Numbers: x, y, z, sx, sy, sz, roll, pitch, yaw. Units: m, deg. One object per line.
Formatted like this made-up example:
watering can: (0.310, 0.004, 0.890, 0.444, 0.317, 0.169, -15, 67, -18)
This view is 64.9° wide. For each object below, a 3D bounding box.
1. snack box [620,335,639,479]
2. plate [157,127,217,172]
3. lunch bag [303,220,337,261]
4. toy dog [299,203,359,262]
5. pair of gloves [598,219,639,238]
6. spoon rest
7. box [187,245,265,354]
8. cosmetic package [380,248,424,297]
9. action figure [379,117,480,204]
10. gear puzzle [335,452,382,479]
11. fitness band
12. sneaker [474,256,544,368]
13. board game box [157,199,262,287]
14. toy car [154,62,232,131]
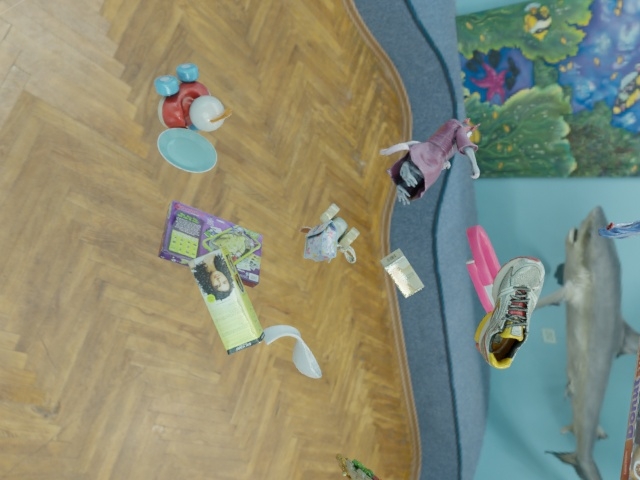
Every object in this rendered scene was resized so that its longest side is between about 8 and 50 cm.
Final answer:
snack box: (0.370, 0.185, 0.540, 0.022, 0.064, 0.178, 86, 27, -60)
plate: (-0.417, -0.278, 1.575, 0.188, 0.024, 0.188, 19, 46, -20)
lunch bag: (0.000, 0.000, 1.136, 0.053, 0.071, 0.083, 19, 70, -33)
toy dog: (0.020, 0.000, 1.940, 0.161, 0.220, 0.333, -42, 159, -21)
pair of gloves: (0.704, -0.031, 1.097, 0.198, 0.159, 0.023, 27, 60, -67)
spoon rest: (-0.068, 0.338, 1.556, 0.084, 0.137, 0.276, -35, 134, 7)
box: (-0.212, 0.135, 1.144, 0.058, 0.087, 0.232, -64, 130, -83)
cosmetic package: (0.205, 0.083, 1.257, 0.060, 0.041, 0.115, -35, 118, 7)
action figure: (0.367, -0.295, 1.639, 0.370, 0.248, 0.275, -46, 109, -15)
gear puzzle: (0.131, 0.549, 1.066, 0.044, 0.339, 0.175, -28, 105, -23)
fitness band: (0.499, 0.096, 1.506, 0.290, 0.054, 0.209, 67, 28, -8)
sneaker: (0.357, 0.135, 0.920, 0.092, 0.088, 0.225, -82, -177, -70)
board game box: (-0.359, 0.015, 1.698, 0.347, 0.056, 0.208, 23, 54, -29)
toy car: (-0.381, -0.429, 1.641, 0.210, 0.238, 0.219, -55, 154, -44)
